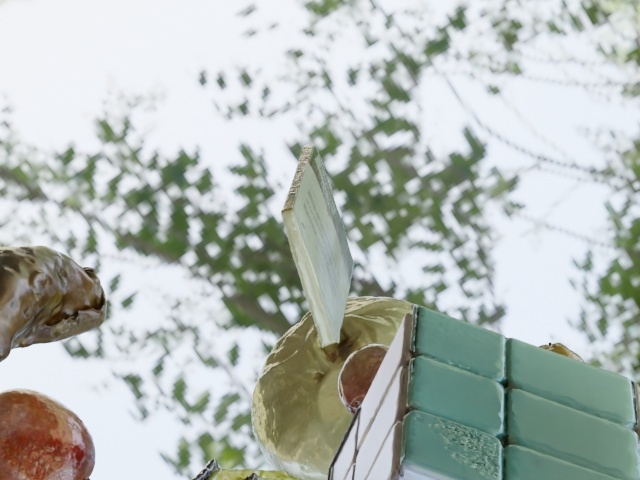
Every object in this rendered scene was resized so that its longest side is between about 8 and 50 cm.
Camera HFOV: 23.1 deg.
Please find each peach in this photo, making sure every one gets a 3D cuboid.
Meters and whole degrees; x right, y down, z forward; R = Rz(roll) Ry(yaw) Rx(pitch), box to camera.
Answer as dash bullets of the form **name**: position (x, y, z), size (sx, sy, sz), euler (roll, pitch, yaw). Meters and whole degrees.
- **peach**: position (0.058, 0.150, 1.617), size (0.083, 0.083, 0.083), euler (-31, -164, 10)

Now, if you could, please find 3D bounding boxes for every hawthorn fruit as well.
- **hawthorn fruit**: position (-0.478, 0.360, 2.534), size (0.263, 0.231, 0.235), euler (10, -141, 39)

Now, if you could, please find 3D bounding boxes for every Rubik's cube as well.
- **Rubik's cube**: position (0.137, 0.231, 1.345), size (0.224, 0.231, 0.221), euler (-78, -171, -56)

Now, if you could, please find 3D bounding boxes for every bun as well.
- **bun**: position (0.051, 0.225, 2.505), size (0.364, 0.202, 0.364), euler (-16, -140, 14)

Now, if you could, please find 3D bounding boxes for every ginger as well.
- **ginger**: position (-0.412, 0.078, 2.067), size (0.165, 0.172, 0.321), euler (-48, 170, 30)

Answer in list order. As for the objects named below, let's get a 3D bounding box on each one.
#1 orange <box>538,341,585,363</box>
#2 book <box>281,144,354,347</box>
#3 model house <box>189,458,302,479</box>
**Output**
- **orange**: position (0.251, 0.157, 1.690), size (0.085, 0.095, 0.085), euler (0, 169, 0)
- **book**: position (0.000, 0.000, 2.133), size (0.026, 0.201, 0.289), euler (-14, -163, 11)
- **model house**: position (-0.133, 0.376, 1.900), size (0.194, 0.211, 0.170), euler (-46, -134, 35)
